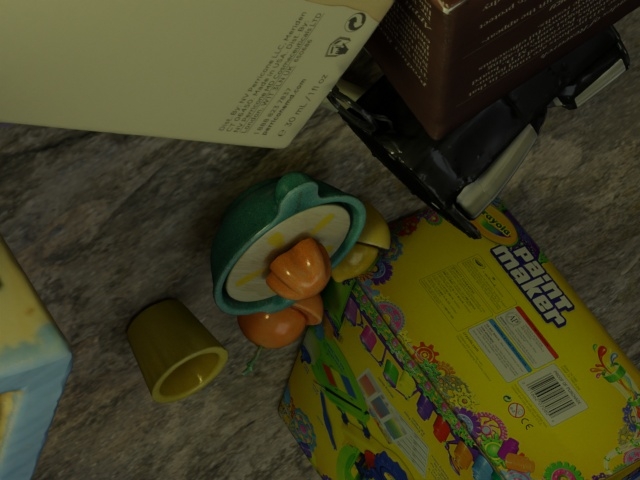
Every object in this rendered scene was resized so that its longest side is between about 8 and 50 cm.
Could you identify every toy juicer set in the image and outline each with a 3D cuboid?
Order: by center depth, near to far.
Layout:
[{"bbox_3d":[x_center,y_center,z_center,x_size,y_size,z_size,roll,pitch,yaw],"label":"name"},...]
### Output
[{"bbox_3d":[0.000,0.000,1.349,0.209,0.089,0.329,-9,144,-44],"label":"toy juicer set"}]

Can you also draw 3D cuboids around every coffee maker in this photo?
[{"bbox_3d":[0.113,-0.115,1.218,0.178,0.120,0.171,-48,152,-2],"label":"coffee maker"}]

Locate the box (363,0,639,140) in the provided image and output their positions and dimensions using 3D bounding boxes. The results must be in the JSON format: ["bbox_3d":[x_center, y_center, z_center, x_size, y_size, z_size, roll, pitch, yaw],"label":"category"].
[{"bbox_3d":[0.087,-0.194,0.984,0.167,0.168,0.203,-34,167,-7],"label":"box"}]

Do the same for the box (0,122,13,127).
[{"bbox_3d":[-0.232,-0.087,0.925,0.324,0.063,0.067,-17,148,-36],"label":"box"}]

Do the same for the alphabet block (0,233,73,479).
[{"bbox_3d":[-0.279,0.066,0.979,0.192,0.197,0.193,-16,149,-35],"label":"alphabet block"}]

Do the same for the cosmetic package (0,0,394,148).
[{"bbox_3d":[-0.132,-0.142,0.808,0.309,0.160,0.113,2,135,-47],"label":"cosmetic package"}]

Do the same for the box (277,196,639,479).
[{"bbox_3d":[0.129,0.162,1.564,0.177,0.290,0.279,-23,153,-28],"label":"box"}]
